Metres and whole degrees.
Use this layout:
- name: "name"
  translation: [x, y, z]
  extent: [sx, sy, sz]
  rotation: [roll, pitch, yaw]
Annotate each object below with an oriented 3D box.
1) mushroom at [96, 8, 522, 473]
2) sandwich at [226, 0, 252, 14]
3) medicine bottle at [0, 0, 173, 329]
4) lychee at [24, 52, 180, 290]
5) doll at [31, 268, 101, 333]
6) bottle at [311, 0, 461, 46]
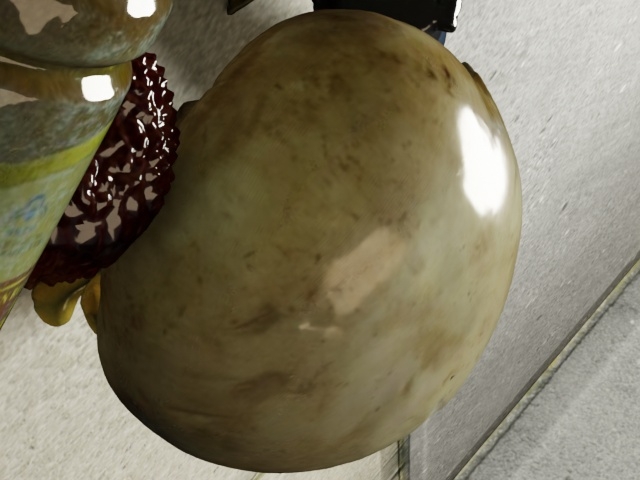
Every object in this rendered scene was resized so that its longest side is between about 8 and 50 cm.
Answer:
- name: "mushroom"
  translation: [0.000, 0.000, 0.784]
  extent: [0.255, 0.184, 0.255]
  rotation: [-21, 119, -43]
- name: "sandwich"
  translation: [-0.016, -0.183, 0.829]
  extent: [0.074, 0.074, 0.116]
  rotation: [-38, -170, -40]
- name: "medicine bottle"
  translation: [-0.156, -0.036, 0.517]
  extent: [0.322, 0.151, 0.151]
  rotation: [-58, 162, 19]
- name: "lychee"
  translation: [-0.124, -0.038, 0.662]
  extent: [0.129, 0.123, 0.123]
  rotation: [-31, 179, 38]
- name: "doll"
  translation: [-0.083, 0.003, 0.901]
  extent: [0.179, 0.102, 0.089]
  rotation: [-39, 120, -34]
- name: "bottle"
  translation: [0.032, -0.109, 0.926]
  extent: [0.244, 0.082, 0.072]
  rotation: [100, 4, -78]
